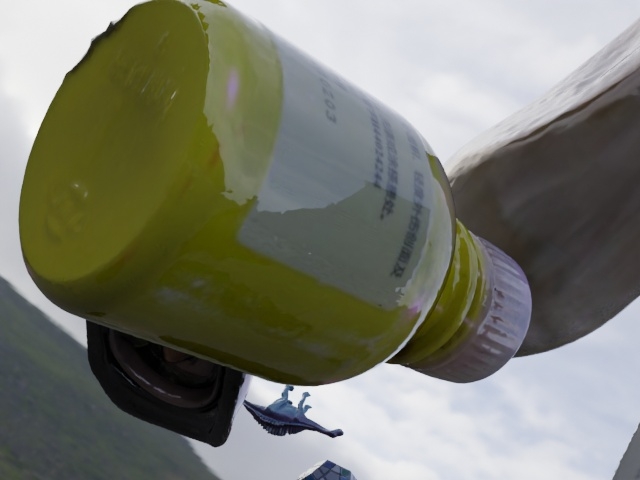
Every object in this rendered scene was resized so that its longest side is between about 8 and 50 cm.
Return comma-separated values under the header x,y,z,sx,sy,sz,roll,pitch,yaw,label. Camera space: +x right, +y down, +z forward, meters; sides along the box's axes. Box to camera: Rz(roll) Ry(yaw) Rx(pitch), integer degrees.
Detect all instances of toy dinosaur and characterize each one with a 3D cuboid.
x,y,z,sx,sy,sz,roll,pitch,yaw,label
-0.055,0.265,1.548,0.198,0.080,0.045,13,-54,13,toy dinosaur

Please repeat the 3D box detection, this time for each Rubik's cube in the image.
x,y,z,sx,sy,sz,roll,pitch,yaw,label
0.009,0.402,1.594,0.111,0.111,0.093,28,-50,17,Rubik's cube

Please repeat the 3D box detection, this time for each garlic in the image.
x,y,z,sx,sy,sz,roll,pitch,yaw,label
0.156,-0.037,0.619,0.112,0.318,0.143,34,18,-40,garlic

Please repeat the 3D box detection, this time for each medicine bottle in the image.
x,y,z,sx,sy,sz,roll,pitch,yaw,label
0.000,0.000,0.407,0.213,0.121,0.122,26,-11,-41,medicine bottle

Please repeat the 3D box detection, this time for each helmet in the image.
x,y,z,sx,sy,sz,roll,pitch,yaw,label
-0.149,0.088,1.097,0.198,0.154,0.253,15,-38,20,helmet

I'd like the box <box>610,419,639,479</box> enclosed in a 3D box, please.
x,y,z,sx,sy,sz,roll,pitch,yaw,label
0.182,0.125,0.305,0.200,0.343,0.065,38,-29,-1,box
